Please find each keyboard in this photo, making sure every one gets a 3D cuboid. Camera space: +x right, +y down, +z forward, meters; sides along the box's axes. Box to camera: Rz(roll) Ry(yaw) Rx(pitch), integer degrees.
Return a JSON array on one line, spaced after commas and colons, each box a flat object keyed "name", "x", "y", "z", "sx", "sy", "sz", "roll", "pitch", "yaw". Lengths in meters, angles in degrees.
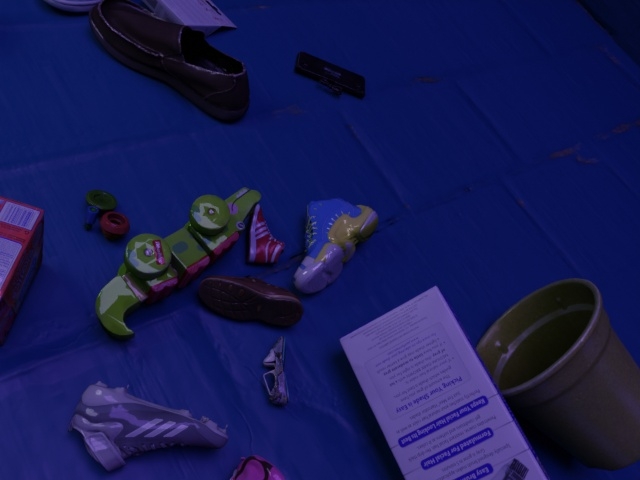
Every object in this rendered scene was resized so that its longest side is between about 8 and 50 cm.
[{"name": "keyboard", "x": 0.025, "y": -0.389, "z": 1.418, "sx": 0.180, "sy": 0.023, "sz": 0.108, "roll": 18, "pitch": 45, "yaw": -14}]

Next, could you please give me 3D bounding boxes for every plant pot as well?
[{"name": "plant pot", "x": 0.447, "y": 0.252, "z": 1.041, "sx": 0.254, "sy": 0.276, "sz": 0.276, "roll": 46, "pitch": 49, "yaw": -6}]

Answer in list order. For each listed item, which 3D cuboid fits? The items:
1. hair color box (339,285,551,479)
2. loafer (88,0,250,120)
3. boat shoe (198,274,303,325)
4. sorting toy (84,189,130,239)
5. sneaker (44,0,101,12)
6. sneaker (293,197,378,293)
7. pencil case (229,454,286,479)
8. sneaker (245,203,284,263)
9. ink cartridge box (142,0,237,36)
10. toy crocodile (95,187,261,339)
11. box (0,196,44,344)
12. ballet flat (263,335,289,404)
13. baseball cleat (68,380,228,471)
[{"name": "hair color box", "x": 0.190, "y": 0.265, "z": 0.921, "sx": 0.339, "sy": 0.185, "sz": 0.110, "roll": 64, "pitch": 11, "yaw": 24}, {"name": "loafer", "x": -0.289, "y": -0.394, "z": 1.190, "sx": 0.365, "sy": 0.130, "sz": 0.134, "roll": 30, "pitch": 49, "yaw": -4}, {"name": "boat shoe", "x": -0.116, "y": 0.094, "z": 0.984, "sx": 0.177, "sy": 0.064, "sz": 0.060, "roll": 16, "pitch": 21, "yaw": -18}, {"name": "sorting toy", "x": -0.357, "y": -0.037, "z": 0.969, "sx": 0.061, "sy": 0.042, "sz": 0.102, "roll": -8, "pitch": 48, "yaw": -48}, {"name": "sneaker", "x": -0.439, "y": -0.608, "z": 1.216, "sx": 0.127, "sy": 0.208, "sz": 0.319, "roll": 40, "pitch": 50, "yaw": 3}, {"name": "sneaker", "x": 0.000, "y": 0.000, "z": 1.102, "sx": 0.126, "sy": 0.091, "sz": 0.240, "roll": 31, "pitch": 47, "yaw": 21}, {"name": "pencil case", "x": -0.137, "y": 0.370, "z": 0.751, "sx": 0.098, "sy": 0.095, "sz": 0.209, "roll": 29, "pitch": 44, "yaw": 31}, {"name": "sneaker", "x": -0.098, "y": -0.010, "z": 1.071, "sx": 0.067, "sy": 0.042, "sz": 0.119, "roll": 9, "pitch": 61, "yaw": -16}, {"name": "ink cartridge box", "x": -0.299, "y": -0.519, "z": 1.348, "sx": 0.145, "sy": 0.045, "sz": 0.179, "roll": 47, "pitch": 32, "yaw": 11}, {"name": "toy crocodile", "x": -0.217, "y": 0.022, "z": 0.944, "sx": 0.105, "sy": 0.115, "sz": 0.340, "roll": 47, "pitch": 52, "yaw": 3}, {"name": "box", "x": -0.540, "y": 0.009, "z": 0.770, "sx": 0.299, "sy": 0.142, "sz": 0.154, "roll": 18, "pitch": 51, "yaw": -14}, {"name": "ballet flat", "x": -0.072, "y": 0.204, "z": 0.938, "sx": 0.041, "sy": 0.041, "sz": 0.114, "roll": 9, "pitch": 53, "yaw": -21}, {"name": "baseball cleat", "x": -0.233, "y": 0.268, "z": 0.801, "sx": 0.205, "sy": 0.072, "sz": 0.110, "roll": 22, "pitch": 64, "yaw": -6}]
